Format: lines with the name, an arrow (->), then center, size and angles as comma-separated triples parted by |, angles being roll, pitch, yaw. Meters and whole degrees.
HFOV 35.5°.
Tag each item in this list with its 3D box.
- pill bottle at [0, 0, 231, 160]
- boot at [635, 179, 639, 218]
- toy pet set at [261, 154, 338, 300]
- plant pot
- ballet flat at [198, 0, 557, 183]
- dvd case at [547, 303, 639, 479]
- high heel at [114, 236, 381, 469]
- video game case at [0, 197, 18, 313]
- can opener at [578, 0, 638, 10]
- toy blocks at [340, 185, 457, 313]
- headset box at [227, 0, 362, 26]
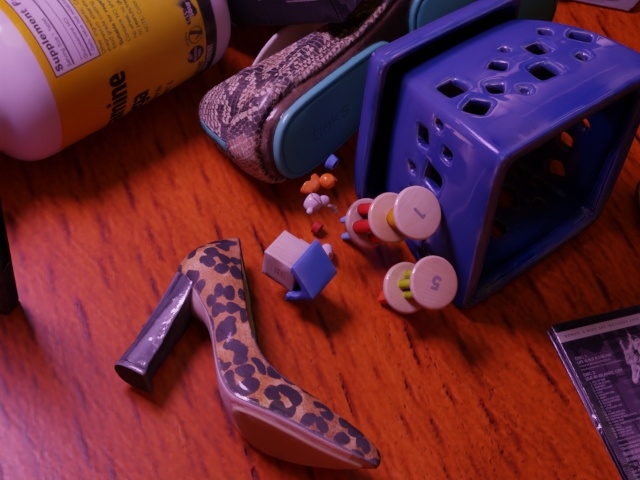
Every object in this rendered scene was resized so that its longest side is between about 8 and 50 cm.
pill bottle -> -0.274, -0.201, 1.048 | 0.334, 0.188, 0.188 | -36, 68, -29
boot -> 0.453, 0.021, 1.071 | 0.112, 0.115, 0.305 | -15, 58, -18
toy pet set -> 0.000, 0.000, 0.995 | 0.065, 0.122, 0.114 | 32, 56, 15
plant pot -> 0.172, -0.108, 1.046 | 0.236, 0.236, 0.212 | -31, 58, -28
ballet flat -> 0.060, -0.231, 1.167 | 0.483, 0.164, 0.182 | -33, 47, -27
dvd case -> 0.347, 0.165, 1.006 | 0.165, 0.018, 0.221 | -11, 58, -16
high heel -> -0.037, 0.097, 0.937 | 0.261, 0.093, 0.186 | 23, 55, 13
video game case -> -0.367, -0.046, 0.865 | 0.196, 0.274, 0.026 | 19, 54, 4
can opener -> 0.307, -0.379, 1.372 | 0.284, 0.076, 0.095 | 11, 21, -2
toy blocks -> 0.069, 0.014, 1.013 | 0.054, 0.148, 0.123 | -13, 91, -26
headset box -> -0.076, -0.369, 1.094 | 0.246, 0.283, 0.131 | 10, 52, 46
